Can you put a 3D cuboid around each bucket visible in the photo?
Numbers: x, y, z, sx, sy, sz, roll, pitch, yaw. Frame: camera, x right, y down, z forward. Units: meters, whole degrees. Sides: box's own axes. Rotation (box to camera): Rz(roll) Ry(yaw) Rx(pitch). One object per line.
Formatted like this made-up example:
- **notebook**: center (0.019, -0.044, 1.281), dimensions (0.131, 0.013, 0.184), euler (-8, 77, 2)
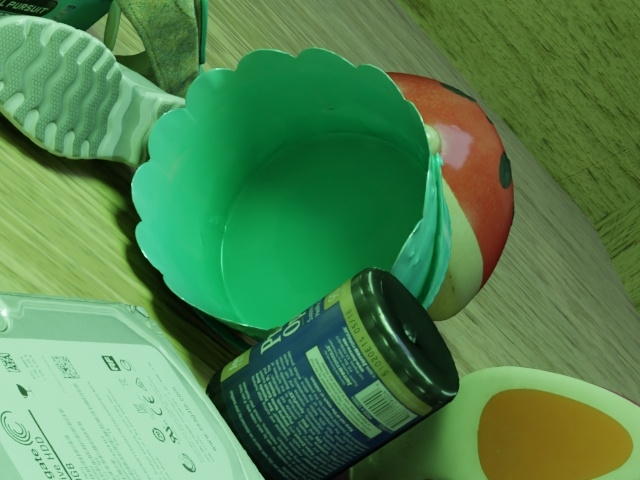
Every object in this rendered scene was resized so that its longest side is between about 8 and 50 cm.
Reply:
- **bucket**: center (-0.013, -0.021, 1.360), dimensions (0.281, 0.281, 0.183), euler (62, 7, 25)

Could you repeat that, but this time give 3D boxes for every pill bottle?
- **pill bottle**: center (-0.011, 0.127, 1.155), dimensions (0.123, 0.219, 0.123), euler (49, 17, -20)

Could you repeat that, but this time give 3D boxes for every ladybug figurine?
- **ladybug figurine**: center (0.122, -0.064, 1.767), dimensions (0.305, 0.162, 0.449), euler (61, -7, 8)

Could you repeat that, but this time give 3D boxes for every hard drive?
- **hard drive**: center (-0.160, 0.136, 0.945), dimensions (0.237, 0.064, 0.339), euler (53, 18, 21)

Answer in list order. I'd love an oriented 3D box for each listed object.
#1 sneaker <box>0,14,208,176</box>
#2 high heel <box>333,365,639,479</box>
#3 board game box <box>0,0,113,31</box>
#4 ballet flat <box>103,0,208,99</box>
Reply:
- **sneaker**: center (-0.223, -0.127, 1.339), dimensions (0.115, 0.105, 0.281), euler (26, -3, 35)
- **high heel**: center (0.135, 0.189, 1.219), dimensions (0.181, 0.377, 0.127), euler (36, 60, -47)
- **board game box**: center (-0.345, -0.313, 1.348), dimensions (0.254, 0.079, 0.336), euler (57, 17, 7)
- **ballet flat**: center (-0.162, -0.173, 1.483), dimensions (0.316, 0.106, 0.107), euler (90, -12, -54)
